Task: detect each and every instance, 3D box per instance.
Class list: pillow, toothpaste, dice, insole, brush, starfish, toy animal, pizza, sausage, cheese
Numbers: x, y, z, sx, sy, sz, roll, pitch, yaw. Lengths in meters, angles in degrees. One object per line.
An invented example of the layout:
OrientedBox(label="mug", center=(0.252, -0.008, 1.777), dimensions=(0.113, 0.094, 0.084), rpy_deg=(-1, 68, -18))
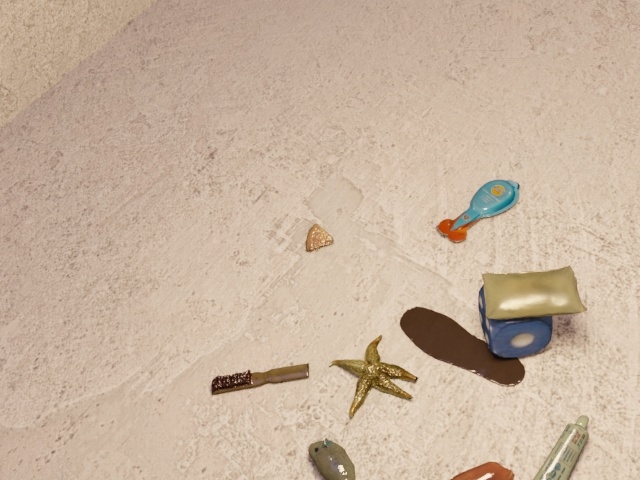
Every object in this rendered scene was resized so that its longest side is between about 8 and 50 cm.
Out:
OrientedBox(label="pillow", center=(0.453, 0.113, 1.542), dimensions=(0.208, 0.053, 0.119), rpy_deg=(-7, 49, 11))
OrientedBox(label="toothpaste", center=(0.475, 0.467, 1.460), dimensions=(0.069, 0.047, 0.268), rpy_deg=(34, 69, 13))
OrientedBox(label="dice", center=(0.437, 0.169, 1.630), dimensions=(0.143, 0.146, 0.146), rpy_deg=(-7, 49, 5))
OrientedBox(label="insole", center=(0.325, 0.248, 1.694), dimensions=(0.327, 0.007, 0.111), rpy_deg=(26, 66, 31))
OrientedBox(label="brush", center=(-0.149, 0.331, 1.749), dimensions=(0.247, 0.036, 0.043), rpy_deg=(-11, 56, 8))
OrientedBox(label="starfish", center=(0.118, 0.316, 1.685), dimensions=(0.223, 0.050, 0.217), rpy_deg=(10, 64, 28))
OrientedBox(label="toy animal", center=(0.072, 0.505, 1.535), dimensions=(0.252, 0.070, 0.079), rpy_deg=(28, 81, 28))
OrientedBox(label="pizza", center=(0.000, 0.000, 1.967), dimensions=(0.078, 0.025, 0.083), rpy_deg=(17, 77, 10))
OrientedBox(label="sausage", center=(0.196, 0.561, 1.446), dimensions=(0.433, 0.088, 0.088), rpy_deg=(-28, 51, -7))
OrientedBox(label="cheese", center=(0.420, -0.083, 1.902), dimensions=(0.256, 0.037, 0.106), rpy_deg=(-37, 51, -11))
